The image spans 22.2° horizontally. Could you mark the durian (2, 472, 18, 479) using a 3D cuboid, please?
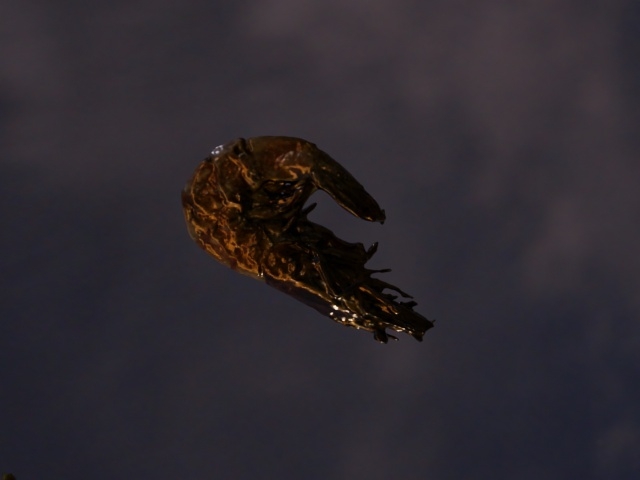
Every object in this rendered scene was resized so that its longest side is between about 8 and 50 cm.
[{"bbox_3d":[-0.136,0.160,0.560,0.352,0.158,0.169,52,-130,-72],"label":"durian"}]

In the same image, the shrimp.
[{"bbox_3d":[0.000,0.000,0.904,0.161,0.091,0.034,31,-153,-3],"label":"shrimp"}]
